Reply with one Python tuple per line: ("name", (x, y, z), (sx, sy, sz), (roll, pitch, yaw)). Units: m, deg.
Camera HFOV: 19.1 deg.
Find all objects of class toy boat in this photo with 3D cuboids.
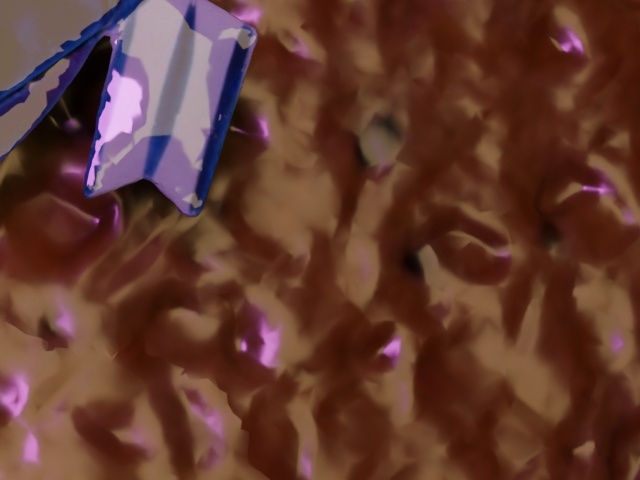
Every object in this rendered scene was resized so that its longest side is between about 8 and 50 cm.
("toy boat", (-0.158, -0.055, 0.441), (0.291, 0.067, 0.221), (7, 79, -20))

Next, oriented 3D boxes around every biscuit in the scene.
("biscuit", (0.000, 0.001, 0.535), (0.359, 0.046, 0.359), (5, 77, -22))
